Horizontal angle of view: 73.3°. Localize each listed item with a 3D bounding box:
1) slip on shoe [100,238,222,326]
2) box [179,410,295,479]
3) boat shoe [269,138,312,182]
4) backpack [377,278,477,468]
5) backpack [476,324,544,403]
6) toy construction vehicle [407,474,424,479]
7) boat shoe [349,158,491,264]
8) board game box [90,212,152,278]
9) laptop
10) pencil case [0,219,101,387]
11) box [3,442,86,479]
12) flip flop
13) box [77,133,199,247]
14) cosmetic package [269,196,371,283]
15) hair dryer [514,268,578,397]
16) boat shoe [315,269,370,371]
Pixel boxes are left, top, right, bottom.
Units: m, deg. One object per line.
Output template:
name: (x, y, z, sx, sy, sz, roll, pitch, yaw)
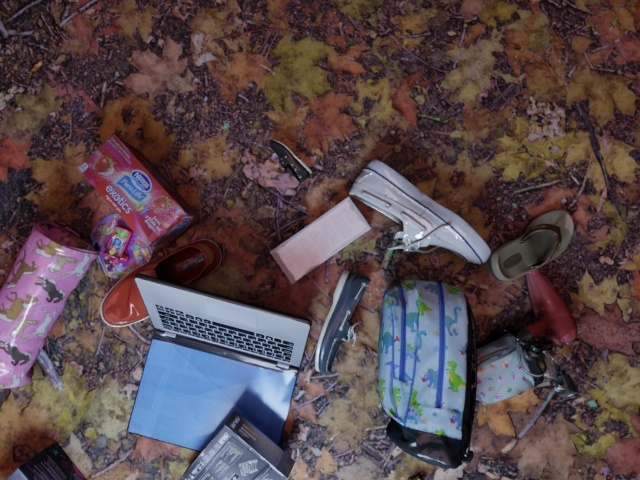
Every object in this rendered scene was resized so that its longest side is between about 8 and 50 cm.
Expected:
slip on shoe: (-0.396, 0.102, 1.050, 0.331, 0.101, 0.123, -30, 90, 0)
box: (-0.197, 0.536, 1.004, 0.183, 0.056, 0.231, 38, 112, 2)
boat shoe: (-0.083, -0.202, 1.090, 0.133, 0.049, 0.042, 44, 80, -2)
backpack: (0.234, 0.264, 0.955, 0.273, 0.290, 0.356, 18, 80, 16)
backpack: (0.420, 0.304, 1.024, 0.181, 0.115, 0.152, -22, 89, 2)
toy construction vehicle: (0.241, 0.621, 1.051, 0.098, 0.035, 0.086, -38, 98, 1)
boat shoe: (0.220, -0.030, 1.035, 0.367, 0.136, 0.156, 38, 87, 5)
board game box: (-0.511, 0.011, 1.090, 0.133, 0.033, 0.169, -23, 87, -1)
laptop: (-0.249, 0.317, 0.976, 0.381, 0.408, 0.237, 14, 53, 1)
pencil case: (-0.681, 0.151, 1.016, 0.160, 0.167, 0.386, 26, 87, 25)
box: (-0.643, 0.643, 1.000, 0.163, 0.142, 0.247, -41, 87, -2)
flip flop: (0.522, 0.010, 1.035, 0.277, 0.080, 0.112, -26, 85, -21)
box: (-0.436, -0.114, 1.049, 0.122, 0.128, 0.257, -43, 87, -2)
cosmetic package: (0.000, 0.000, 1.072, 0.239, 0.060, 0.099, -35, 90, -1)
hair dryer: (0.524, 0.193, 0.993, 0.223, 0.080, 0.294, 36, 45, -30)
boat shoe: (0.055, 0.201, 1.047, 0.079, 0.095, 0.255, 16, 78, 13)
